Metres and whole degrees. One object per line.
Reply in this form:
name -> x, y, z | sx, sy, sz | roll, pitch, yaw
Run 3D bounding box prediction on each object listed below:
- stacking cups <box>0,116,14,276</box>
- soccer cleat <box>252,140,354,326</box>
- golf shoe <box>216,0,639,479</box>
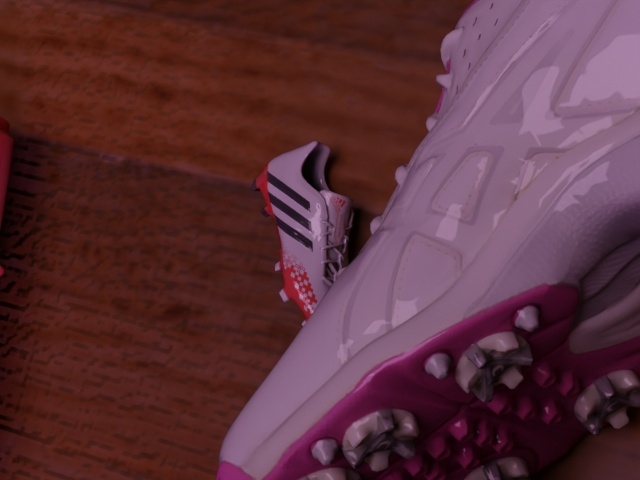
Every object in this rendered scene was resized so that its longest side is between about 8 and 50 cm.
stacking cups -> -0.191, 0.098, 0.826 | 0.096, 0.096, 0.316 | 0, 77, 32
soccer cleat -> 0.000, 0.000, 0.760 | 0.036, 0.029, 0.083 | -33, 59, 27
golf shoe -> 0.076, -0.016, 0.680 | 0.306, 0.115, 0.140 | -41, 51, 11
